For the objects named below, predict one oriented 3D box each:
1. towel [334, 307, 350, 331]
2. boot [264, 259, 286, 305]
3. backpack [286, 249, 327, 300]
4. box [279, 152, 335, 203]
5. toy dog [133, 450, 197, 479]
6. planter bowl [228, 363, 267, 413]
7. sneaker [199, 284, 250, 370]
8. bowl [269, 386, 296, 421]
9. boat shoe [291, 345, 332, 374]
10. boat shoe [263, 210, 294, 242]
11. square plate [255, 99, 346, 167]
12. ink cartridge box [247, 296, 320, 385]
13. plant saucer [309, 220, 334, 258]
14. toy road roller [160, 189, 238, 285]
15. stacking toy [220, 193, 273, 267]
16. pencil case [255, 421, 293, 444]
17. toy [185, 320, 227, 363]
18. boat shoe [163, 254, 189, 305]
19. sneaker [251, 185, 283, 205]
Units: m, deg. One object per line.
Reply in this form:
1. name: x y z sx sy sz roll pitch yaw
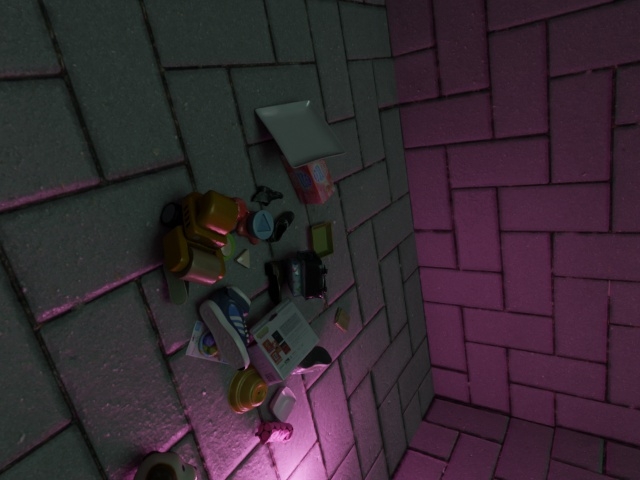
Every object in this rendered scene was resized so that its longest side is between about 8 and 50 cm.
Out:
1. towel: 0.133 0.485 2.510 0.148 0.027 0.110 48 54 -43
2. boot: -0.196 0.200 1.990 0.106 0.082 0.220 -20 106 -50
3. backpack: -0.073 0.162 2.040 0.253 0.190 0.226 -112 -159 -73
4. box: -0.059 -0.344 2.095 0.142 0.153 0.300 -53 132 -39
5. toy dog: -0.564 0.935 1.396 0.394 0.284 0.409 18 76 -16
6. planter bowl: -0.304 0.675 1.853 0.217 0.090 0.218 -4 94 -54
7. sneaker: -0.333 0.338 1.704 0.323 0.130 0.236 59 35 -2
8. bowl: -0.194 0.807 2.045 0.142 0.053 0.142 -56 134 -37
9. boat shoe: -0.053 0.648 2.205 0.320 0.103 0.118 5 49 -58
10. boat shoe: -0.186 -0.065 1.997 0.233 0.079 0.084 -50 128 -43
11. square plate: -0.093 -0.503 1.951 0.347 0.049 0.344 -24 76 -36
12. ink cartridge box: -0.194 0.459 1.923 0.272 0.130 0.309 56 41 -2
13. plant saucer: 0.000 0.000 2.285 0.188 0.045 0.189 -19 107 -53
14. toy road roller: -0.413 -0.029 1.476 0.202 0.240 0.330 27 38 -51
15. stacking toy: -0.325 -0.031 1.757 0.308 0.130 0.280 26 70 -52
16. pencil case: -0.215 0.928 1.989 0.209 0.095 0.098 35 46 -51
17. toy: -0.427 0.426 1.699 0.237 0.056 0.137 36 62 -49
18. boat shoe: -0.532 0.127 1.530 0.068 0.081 0.228 141 -57 -79
19. sneaker: -0.246 -0.198 1.931 0.170 0.051 0.089 21 74 -48
